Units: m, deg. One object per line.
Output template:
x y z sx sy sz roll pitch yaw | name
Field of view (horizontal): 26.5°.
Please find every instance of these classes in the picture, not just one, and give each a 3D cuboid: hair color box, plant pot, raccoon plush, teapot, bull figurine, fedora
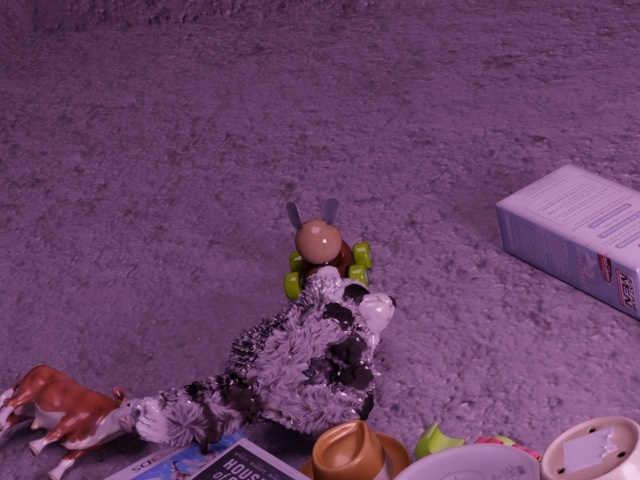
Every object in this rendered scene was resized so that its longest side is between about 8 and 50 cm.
0.502 -0.005 2.398 0.185 0.114 0.374 -28 31 -21 | hair color box
0.371 0.355 1.622 0.256 0.274 0.256 -25 20 10 | plant pot
-0.090 0.167 2.227 0.446 0.216 0.299 -4 18 -5 | raccoon plush
0.201 0.395 1.767 0.252 0.187 0.256 2 28 40 | teapot
-0.431 0.306 2.310 0.310 0.101 0.188 18 45 43 | bull figurine
0.042 0.335 2.063 0.194 0.079 0.194 -11 29 6 | fedora

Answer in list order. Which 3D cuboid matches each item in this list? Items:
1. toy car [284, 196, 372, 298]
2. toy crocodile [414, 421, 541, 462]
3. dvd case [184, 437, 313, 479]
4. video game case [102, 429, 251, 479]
0.000 0.000 2.545 0.155 0.188 0.149 -8 30 12 | toy car
0.287 0.339 1.916 0.340 0.105 0.115 14 41 40 | toy crocodile
-0.143 0.395 1.977 0.238 0.030 0.179 -35 38 -29 | dvd case
-0.188 0.401 2.075 0.244 0.061 0.269 -27 32 -19 | video game case
